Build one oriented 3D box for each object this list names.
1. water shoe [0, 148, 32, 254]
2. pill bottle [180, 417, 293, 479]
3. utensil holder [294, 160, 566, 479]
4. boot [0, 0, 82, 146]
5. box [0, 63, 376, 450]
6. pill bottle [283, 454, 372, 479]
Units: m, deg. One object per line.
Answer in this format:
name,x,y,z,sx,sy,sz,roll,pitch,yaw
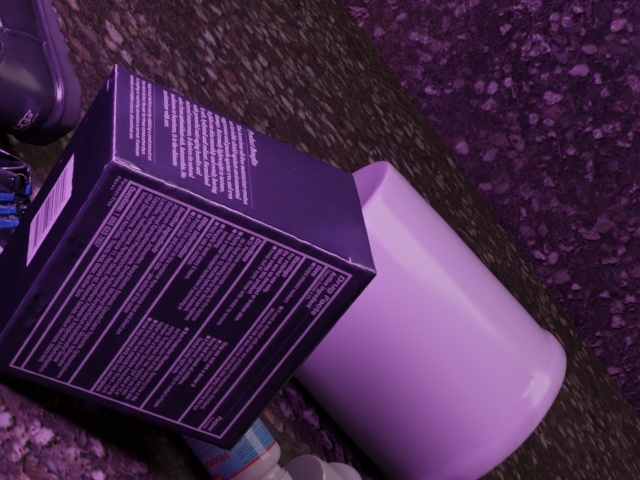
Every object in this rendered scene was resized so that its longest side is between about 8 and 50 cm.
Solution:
water shoe,-0.350,-0.047,1.421,0.203,0.080,0.073,51,20,-10
pill bottle,-0.103,0.239,1.509,0.160,0.087,0.087,54,19,-1
utensil holder,0.110,0.124,1.840,0.385,0.327,0.327,49,20,-13
boot,-0.501,-0.297,1.432,0.445,0.146,0.367,11,41,-54
box,-0.151,0.028,1.331,0.294,0.296,0.183,24,31,-24
pill bottle,0.029,0.342,1.615,0.180,0.108,0.108,38,25,-38
